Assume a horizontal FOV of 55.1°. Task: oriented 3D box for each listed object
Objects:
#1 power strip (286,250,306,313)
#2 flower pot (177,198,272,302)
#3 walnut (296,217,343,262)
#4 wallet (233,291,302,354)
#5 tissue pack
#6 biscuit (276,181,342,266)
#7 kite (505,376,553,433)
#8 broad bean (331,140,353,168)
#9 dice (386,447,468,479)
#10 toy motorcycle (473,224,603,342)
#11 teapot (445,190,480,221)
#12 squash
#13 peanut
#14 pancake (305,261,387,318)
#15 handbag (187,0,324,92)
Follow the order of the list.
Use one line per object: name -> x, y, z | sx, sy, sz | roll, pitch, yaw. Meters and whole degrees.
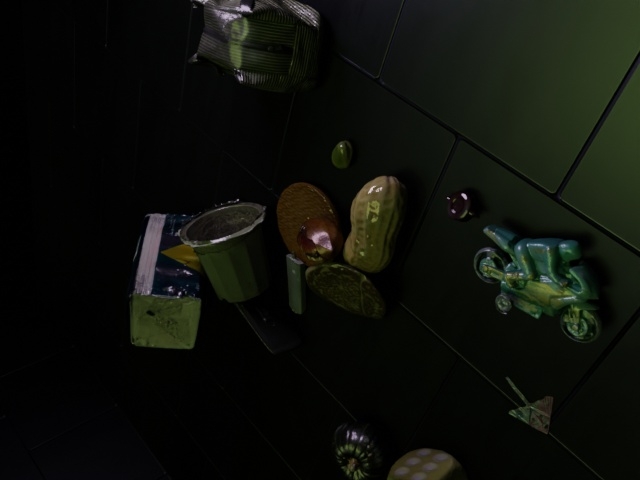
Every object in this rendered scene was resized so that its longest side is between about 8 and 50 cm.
power strip -> -0.075, 0.125, 1.876 | 0.060, 0.027, 0.253 | 34, 141, 34
flower pot -> -0.279, 0.041, 1.923 | 0.290, 0.290, 0.259 | 15, 129, 43
walnut -> 0.000, 0.000, 1.620 | 0.207, 0.115, 0.116 | -140, 41, -65
wallet -> -0.170, 0.258, 1.974 | 0.245, 0.168, 0.052 | 49, 114, 20
tissue pack -> -0.505, 0.131, 2.070 | 0.417, 0.253, 0.264 | -95, 14, -51
biscuit -> -0.031, -0.045, 1.774 | 0.261, 0.037, 0.262 | 23, 124, 40
kite -> 0.487, 0.380, 1.429 | 0.137, 0.005, 0.153 | -41, 76, 46
broad bean -> 0.057, -0.221, 1.596 | 0.063, 0.045, 0.083 | 54, 145, 17
dice -> 0.290, 0.679, 1.652 | 0.166, 0.169, 0.170 | -4, 104, 47
toy motorcycle -> 0.449, 0.072, 1.255 | 0.296, 0.109, 0.199 | 31, 126, 33
teapot -> 0.318, -0.076, 1.377 | 0.100, 0.045, 0.068 | 46, 114, 48
squash -> 0.119, 0.636, 1.835 | 0.193, 0.156, 0.193 | 21, 141, 18
peanut -> 0.133, -0.025, 1.538 | 0.147, 0.147, 0.306 | 35, 132, 32
pancake -> 0.069, 0.137, 1.655 | 0.249, 0.031, 0.250 | 23, 153, 13
handbag -> -0.175, -0.510, 1.568 | 0.340, 0.240, 0.248 | 29, 122, 38
